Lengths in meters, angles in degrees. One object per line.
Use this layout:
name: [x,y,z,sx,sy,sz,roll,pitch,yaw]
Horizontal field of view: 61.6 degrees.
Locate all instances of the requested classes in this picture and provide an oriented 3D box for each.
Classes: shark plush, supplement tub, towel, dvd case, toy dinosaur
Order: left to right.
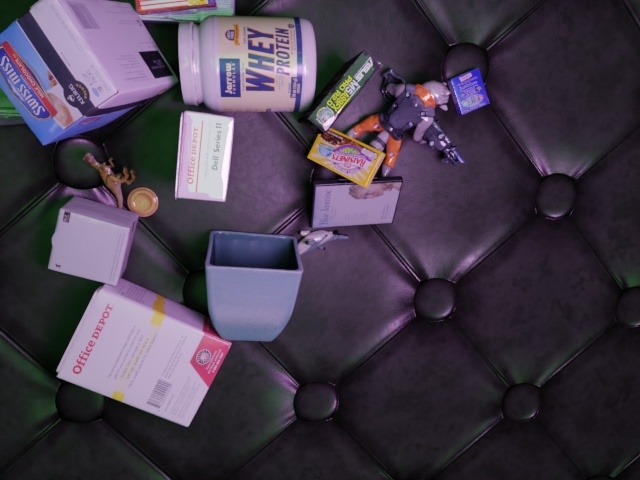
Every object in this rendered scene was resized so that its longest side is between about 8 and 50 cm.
towel: [-0.794,-0.381,1.361,0.113,0.023,0.151,-1,66,-9]
toy dinosaur: [-0.564,-0.157,1.471,0.112,0.064,0.211,-18,116,8]
supplement tub: [-0.184,-0.446,1.366,0.325,0.235,0.235,-2,102,-8]
shark plush: [0.000,0.000,1.597,0.161,0.073,0.067,-19,125,-25]
dvd case: [0.098,-0.108,1.536,0.253,0.022,0.180,-4,141,-8]

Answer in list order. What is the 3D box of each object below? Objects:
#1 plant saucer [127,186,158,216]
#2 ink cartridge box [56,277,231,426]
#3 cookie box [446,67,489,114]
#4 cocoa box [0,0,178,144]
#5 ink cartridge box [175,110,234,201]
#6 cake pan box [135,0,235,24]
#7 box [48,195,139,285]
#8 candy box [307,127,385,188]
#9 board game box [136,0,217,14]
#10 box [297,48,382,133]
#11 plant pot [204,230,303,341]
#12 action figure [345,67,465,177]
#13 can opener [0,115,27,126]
plant saucer: [-0.497,-0.107,1.503,0.084,0.013,0.083,-2,101,-8]
ink cartridge box: [-0.484,0.306,1.515,0.385,0.160,0.279,27,96,-14]
cookie box: [0.429,-0.433,1.562,0.092,0.040,0.107,-23,104,-3]
cocoa box: [-0.537,-0.398,1.246,0.228,0.347,0.231,-27,105,16]
ink cartridge box: [-0.282,-0.211,1.339,0.119,0.353,0.207,6,101,-10]
cake pan box: [-0.351,-0.685,1.379,0.267,0.070,0.245,-2,100,-8]
box: [-0.605,0.000,1.439,0.182,0.119,0.180,17,110,-11]
candy box: [0.067,-0.230,1.464,0.206,0.027,0.105,31,101,27]
board game box: [-0.365,-0.647,1.327,0.194,0.045,0.146,-10,103,-6]
box: [0.041,-0.377,1.397,0.060,0.270,0.216,40,93,-13]
plant pot: [-0.193,0.139,1.491,0.248,0.247,0.252,4,112,-9]
action figure: [0.244,-0.292,1.486,0.341,0.178,0.330,42,111,-1]
can opener: [-0.841,-0.338,1.372,0.284,0.076,0.095,-7,103,-8]
